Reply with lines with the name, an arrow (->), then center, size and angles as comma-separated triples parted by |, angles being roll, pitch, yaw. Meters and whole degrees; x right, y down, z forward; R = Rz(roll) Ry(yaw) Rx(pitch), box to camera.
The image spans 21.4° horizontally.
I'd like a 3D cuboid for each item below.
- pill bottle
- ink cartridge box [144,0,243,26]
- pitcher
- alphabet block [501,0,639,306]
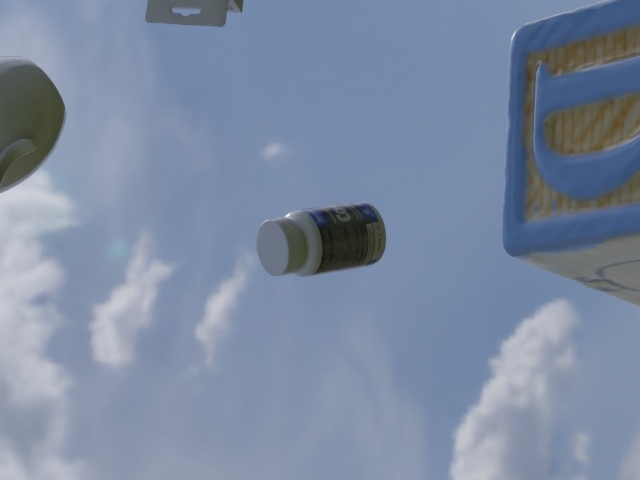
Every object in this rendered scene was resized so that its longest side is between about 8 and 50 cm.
pill bottle -> 0.000, 0.000, 1.935 | 0.137, 0.078, 0.078 | -9, -70, -36
ink cartridge box -> -0.142, -0.332, 2.019 | 0.061, 0.104, 0.181 | 50, -133, -73
pitcher -> -0.332, -0.083, 1.633 | 0.207, 0.178, 0.125 | -41, -46, -28
alphabet block -> 0.273, -0.067, 1.302 | 0.197, 0.192, 0.193 | 19, -109, -41
